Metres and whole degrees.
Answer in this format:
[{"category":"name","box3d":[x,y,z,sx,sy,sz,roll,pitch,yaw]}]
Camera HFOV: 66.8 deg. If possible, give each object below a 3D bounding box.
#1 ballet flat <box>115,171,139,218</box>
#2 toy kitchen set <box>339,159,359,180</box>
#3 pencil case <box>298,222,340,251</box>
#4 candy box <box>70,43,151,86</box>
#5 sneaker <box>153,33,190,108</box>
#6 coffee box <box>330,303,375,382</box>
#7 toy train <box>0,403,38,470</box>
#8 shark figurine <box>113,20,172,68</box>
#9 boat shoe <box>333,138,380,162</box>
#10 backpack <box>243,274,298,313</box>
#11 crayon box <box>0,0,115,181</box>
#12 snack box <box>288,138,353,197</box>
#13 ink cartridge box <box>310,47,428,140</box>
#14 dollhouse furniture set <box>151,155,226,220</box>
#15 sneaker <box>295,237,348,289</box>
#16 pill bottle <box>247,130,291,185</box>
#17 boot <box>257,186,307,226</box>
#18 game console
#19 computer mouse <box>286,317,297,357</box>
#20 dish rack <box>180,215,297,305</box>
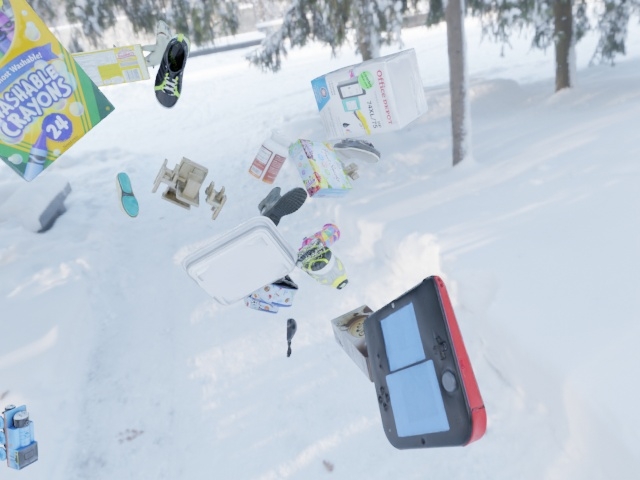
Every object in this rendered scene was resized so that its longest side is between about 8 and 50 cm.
[{"category":"ballet flat","box3d":[-0.872,-0.189,2.173,0.086,0.086,0.248,-15,66,-11]},{"category":"toy kitchen set","box3d":[0.115,-0.279,1.875,0.083,0.075,0.068,-32,58,-17]},{"category":"pencil case","box3d":[0.000,0.000,2.140,0.104,0.104,0.236,3,19,28]},{"category":"candy box","box3d":[-0.634,-0.527,1.474,0.206,0.105,0.027,-9,32,-3]},{"category":"sneaker","box3d":[-0.449,-0.501,1.445,0.084,0.234,0.097,13,27,-16]},{"category":"coffee box","box3d":[0.182,0.377,1.826,0.168,0.119,0.297,-22,26,-17]},{"category":"toy train","box3d":[-0.890,0.575,1.425,0.105,0.184,0.080,3,6,22]},{"category":"shark figurine","box3d":[-0.575,-0.654,1.666,0.278,0.166,0.116,-11,57,29]},{"category":"boat shoe","box3d":[0.157,-0.398,2.055,0.095,0.112,0.335,-60,29,-3]},{"category":"backpack","box3d":[-0.249,0.242,2.382,0.263,0.213,0.276,12,14,-16]},{"category":"crayon box","box3d":[-0.525,-0.280,0.780,0.083,0.323,0.203,23,65,42]},{"category":"snack box","box3d":[0.002,-0.254,1.728,0.174,0.207,0.070,-3,-25,-47]},{"category":"ink cartridge box","box3d":[0.152,-0.441,1.482,0.270,0.198,0.197,0,27,39]},{"category":"dollhouse furniture set","box3d":[-0.450,-0.155,1.612,0.212,0.161,0.242,25,17,-24]},{"category":"sneaker","box3d":[-0.005,0.094,1.817,0.145,0.147,0.384,-40,15,0]},{"category":"pill bottle","box3d":[-0.212,-0.351,2.067,0.121,0.216,0.121,29,15,-8]},{"category":"boot","box3d":[-0.157,-0.156,1.846,0.246,0.083,0.161,-39,39,25]},{"category":"game console","box3d":[0.214,0.297,1.123,0.060,0.342,0.386,-6,-21,-23]},{"category":"computer mouse","box3d":[-0.115,0.393,1.939,0.041,0.242,0.071,2,47,-2]},{"category":"dish rack","box3d":[-0.256,0.088,1.603,0.333,0.285,0.072,-28,47,6]}]
